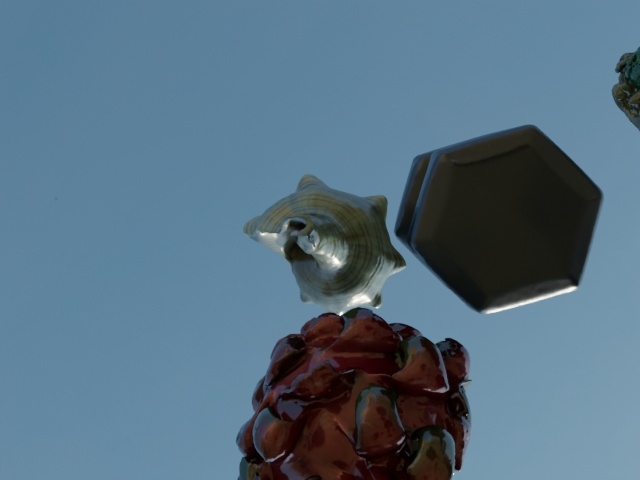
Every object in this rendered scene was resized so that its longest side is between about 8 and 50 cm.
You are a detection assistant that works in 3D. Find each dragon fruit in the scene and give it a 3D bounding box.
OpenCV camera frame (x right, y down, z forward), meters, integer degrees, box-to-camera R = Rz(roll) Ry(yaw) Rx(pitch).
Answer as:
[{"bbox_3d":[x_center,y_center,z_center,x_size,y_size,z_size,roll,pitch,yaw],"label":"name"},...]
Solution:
[{"bbox_3d":[0.030,0.150,1.139,0.218,0.273,0.198,-22,-97,-13],"label":"dragon fruit"}]

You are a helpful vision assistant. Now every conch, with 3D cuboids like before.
[{"bbox_3d":[0.002,-0.008,1.320,0.114,0.137,0.234,-62,-35,-19],"label":"conch"}]

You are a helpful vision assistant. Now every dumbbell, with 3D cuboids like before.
[{"bbox_3d":[0.147,-0.021,1.262,0.160,0.325,0.144,-14,-87,0],"label":"dumbbell"}]

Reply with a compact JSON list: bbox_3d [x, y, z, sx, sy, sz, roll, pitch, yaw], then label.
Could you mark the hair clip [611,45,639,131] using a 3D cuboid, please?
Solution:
[{"bbox_3d":[0.384,-0.205,1.165,0.321,0.138,0.091,-30,-57,3],"label":"hair clip"}]
